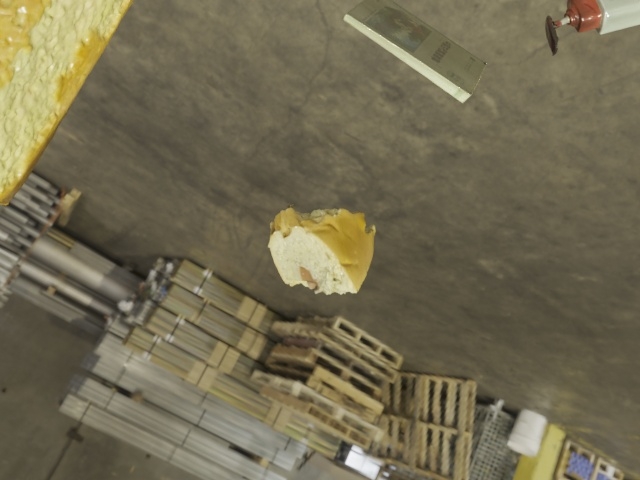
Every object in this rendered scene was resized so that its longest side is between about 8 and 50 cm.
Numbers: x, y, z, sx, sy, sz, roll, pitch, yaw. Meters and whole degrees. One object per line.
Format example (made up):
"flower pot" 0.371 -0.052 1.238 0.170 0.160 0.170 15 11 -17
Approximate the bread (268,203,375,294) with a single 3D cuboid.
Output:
"bread" 0.001 -0.010 1.451 0.184 0.224 0.211 -18 110 33

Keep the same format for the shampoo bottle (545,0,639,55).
"shampoo bottle" 0.501 -0.402 1.106 0.071 0.284 0.153 62 -176 -64

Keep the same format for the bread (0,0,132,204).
"bread" -0.385 -0.240 0.818 0.165 0.375 0.236 28 178 5

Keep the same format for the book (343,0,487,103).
"book" 0.195 -0.393 1.311 0.283 0.215 0.025 33 129 0
